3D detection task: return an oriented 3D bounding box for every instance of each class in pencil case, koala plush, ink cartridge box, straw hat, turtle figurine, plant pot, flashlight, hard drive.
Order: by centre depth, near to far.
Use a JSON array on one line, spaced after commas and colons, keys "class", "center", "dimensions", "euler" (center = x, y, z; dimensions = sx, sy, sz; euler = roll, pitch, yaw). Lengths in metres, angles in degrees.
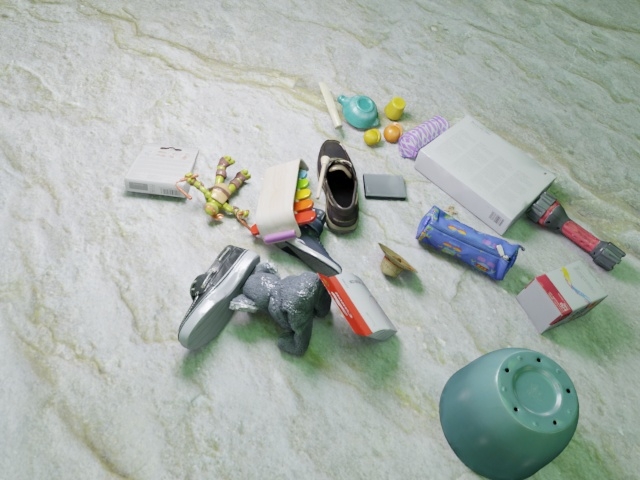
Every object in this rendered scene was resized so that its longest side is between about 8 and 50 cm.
[{"class": "plant pot", "center": [0.456, 0.388, 1.196], "dimensions": [0.292, 0.235, 0.293], "euler": [4, 56, -6]}, {"class": "ink cartridge box", "center": [0.099, 0.162, 1.311], "dimensions": [0.066, 0.232, 0.189], "euler": [-37, 64, 6]}, {"class": "koala plush", "center": [-0.107, 0.146, 1.322], "dimensions": [0.221, 0.203, 0.196], "euler": [20, 54, 20]}, {"class": "ink cartridge box", "center": [0.682, 0.159, 1.447], "dimensions": [0.176, 0.128, 0.128], "euler": [-18, 60, -18]}, {"class": "straw hat", "center": [0.207, 0.073, 1.476], "dimensions": [0.144, 0.144, 0.061], "euler": [38, 101, 17]}, {"class": "pencil case", "center": [0.437, 0.007, 1.516], "dimensions": [0.305, 0.133, 0.120], "euler": [27, 86, 11]}, {"class": "turtle figurine", "center": [-0.289, -0.139, 1.539], "dimensions": [0.269, 0.087, 0.218], "euler": [31, 51, -12]}, {"class": "ink cartridge box", "center": [-0.490, -0.224, 1.602], "dimensions": [0.180, 0.056, 0.225], "euler": [6, 37, -4]}, {"class": "flashlight", "center": [0.803, -0.027, 1.607], "dimensions": [0.103, 0.103, 0.304], "euler": [-36, 67, -29]}, {"class": "hard drive", "center": [0.208, -0.176, 1.672], "dimensions": [0.135, 0.022, 0.094], "euler": [2, 56, -7]}, {"class": "pencil case", "center": [0.363, -0.363, 1.782], "dimensions": [0.206, 0.086, 0.088], "euler": [-36, 60, -27]}]

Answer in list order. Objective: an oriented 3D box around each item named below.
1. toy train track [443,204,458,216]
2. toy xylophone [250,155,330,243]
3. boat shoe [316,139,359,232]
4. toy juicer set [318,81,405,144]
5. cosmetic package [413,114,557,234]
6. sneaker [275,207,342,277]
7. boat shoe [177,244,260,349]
[{"class": "toy train track", "center": [0.421, -0.085, 1.646], "dimensions": [0.048, 0.014, 0.083], "euler": [15, 56, 3]}, {"class": "toy xylophone", "center": [-0.083, -0.136, 1.498], "dimensions": [0.236, 0.081, 0.323], "euler": [-7, 45, 24]}, {"class": "boat shoe", "center": [0.066, -0.195, 1.598], "dimensions": [0.132, 0.130, 0.356], "euler": [-4, 57, -11]}, {"class": "toy juicer set", "center": [0.142, -0.427, 1.802], "dimensions": [0.328, 0.089, 0.210], "euler": [7, 68, -13]}, {"class": "cosmetic package", "center": [0.549, -0.231, 1.713], "dimensions": [0.284, 0.098, 0.377], "euler": [-37, 68, -26]}, {"class": "sneaker", "center": [0.000, -0.001, 1.485], "dimensions": [0.226, 0.086, 0.163], "euler": [33, 61, 15]}, {"class": "boat shoe", "center": [-0.284, 0.142, 1.344], "dimensions": [0.119, 0.121, 0.335], "euler": [19, 45, 16]}]
